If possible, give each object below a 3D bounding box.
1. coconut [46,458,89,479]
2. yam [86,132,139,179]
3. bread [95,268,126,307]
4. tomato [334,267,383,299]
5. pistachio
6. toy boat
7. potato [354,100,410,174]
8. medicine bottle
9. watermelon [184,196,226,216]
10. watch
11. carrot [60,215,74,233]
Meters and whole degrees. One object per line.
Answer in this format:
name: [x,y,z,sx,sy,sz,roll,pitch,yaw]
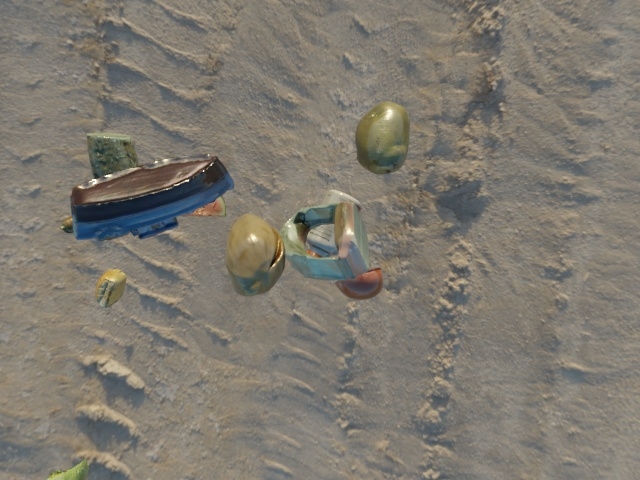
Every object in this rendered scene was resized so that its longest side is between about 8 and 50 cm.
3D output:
coconut: [-0.506,0.499,0.802,0.055,0.158,0.133,27,122,2]
yam: [-0.486,-0.166,0.979,0.107,0.107,0.194,-8,100,2]
bread: [-0.778,0.172,1.513,0.082,0.106,0.125,24,100,2]
tomato: [0.165,0.190,1.676,0.199,0.228,0.112,-17,77,6]
pistachio: [-0.133,0.025,0.813,0.124,0.185,0.125,-8,133,-9]
toy boat: [-0.228,-0.052,0.577,0.223,0.100,0.097,-20,141,-19]
potato: [0.267,-0.441,1.783,0.243,0.221,0.327,3,75,33]
medicine bottle: [0.039,-0.044,1.635,0.156,0.157,0.289,25,86,-4]
watermelon: [-0.356,-0.111,1.178,0.163,0.068,0.087,0,90,-42]
watch: [0.000,0.000,1.145,0.241,0.254,0.162,-13,131,15]
carrot: [-0.622,-0.093,1.188,0.254,0.049,0.049,-37,100,-32]
